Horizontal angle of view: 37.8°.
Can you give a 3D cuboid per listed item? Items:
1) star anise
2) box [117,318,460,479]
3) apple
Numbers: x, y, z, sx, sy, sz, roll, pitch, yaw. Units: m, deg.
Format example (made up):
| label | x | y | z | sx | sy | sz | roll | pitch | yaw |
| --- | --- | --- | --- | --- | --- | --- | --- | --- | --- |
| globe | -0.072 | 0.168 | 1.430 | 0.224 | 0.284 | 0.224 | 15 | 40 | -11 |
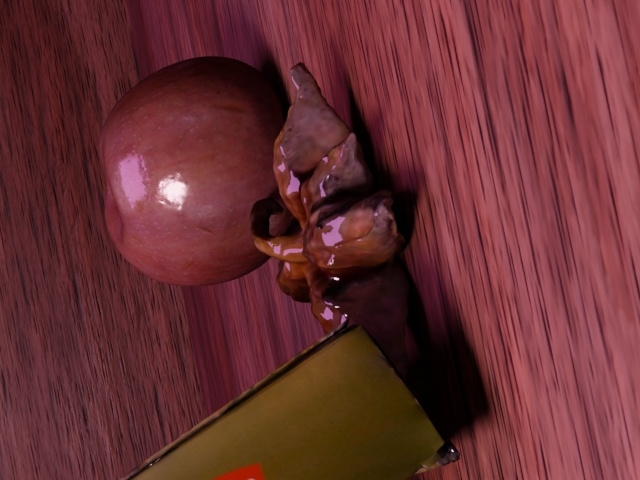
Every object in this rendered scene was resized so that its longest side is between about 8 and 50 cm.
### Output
| label | x | y | z | sx | sy | sz | roll | pitch | yaw |
| --- | --- | --- | --- | --- | --- | --- | --- | --- | --- |
| star anise | 0.002 | -0.002 | 0.914 | 0.349 | 0.109 | 0.292 | -116 | 29 | -42 |
| box | -0.097 | 0.266 | 0.847 | 0.138 | 0.373 | 0.420 | 55 | 166 | 13 |
| apple | -0.162 | -0.086 | 1.204 | 0.306 | 0.235 | 0.305 | 169 | 90 | -73 |
